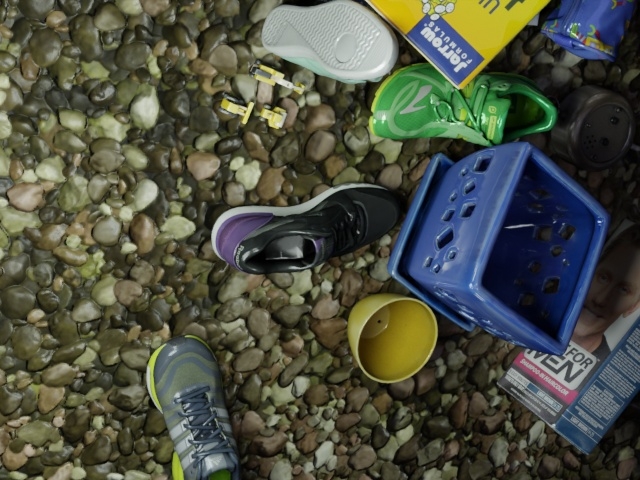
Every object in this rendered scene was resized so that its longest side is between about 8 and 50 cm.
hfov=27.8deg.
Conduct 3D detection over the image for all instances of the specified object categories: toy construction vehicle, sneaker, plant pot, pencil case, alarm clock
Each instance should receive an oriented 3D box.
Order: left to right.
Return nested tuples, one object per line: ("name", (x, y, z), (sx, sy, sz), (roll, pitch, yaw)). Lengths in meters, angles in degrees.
("sneaker", (-0.163, 0.269, 1.831), (0.111, 0.121, 0.300), (-22, 117, -18))
("toy construction vehicle", (-0.077, -0.192, 1.746), (0.098, 0.035, 0.086), (21, 99, -31))
("sneaker", (0.000, 0.000, 1.806), (0.283, 0.124, 0.107), (-14, 115, -22))
("sneaker", (0.053, -0.247, 1.667), (0.151, 0.256, 0.094), (15, 96, -38))
("plant pot", (0.093, 0.131, 1.920), (0.134, 0.095, 0.134), (-9, 112, -23))
("sneaker", (0.208, -0.191, 1.836), (0.295, 0.123, 0.109), (-6, 112, -24))
("plant pot", (0.243, 0.009, 1.849), (0.236, 0.212, 0.236), (35, 70, -37))
("alarm clock", (0.407, -0.176, 1.981), (0.192, 0.064, 0.129), (18, 100, -28))
("pencil case", (0.413, -0.412, 1.854), (0.133, 0.119, 0.306), (2, 109, -48))

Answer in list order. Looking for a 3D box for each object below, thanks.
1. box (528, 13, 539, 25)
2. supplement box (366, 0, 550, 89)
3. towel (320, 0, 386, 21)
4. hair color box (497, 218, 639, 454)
("box", (0.237, -0.376, 1.817), (0.186, 0.038, 0.145), (-5, 112, -31))
("supplement box", (0.220, -0.398, 1.617), (0.195, 0.194, 0.356), (41, 103, -18))
("towel", (0.006, -0.449, 1.694), (0.336, 0.040, 0.243), (26, 95, -34))
("hair color box", (0.456, 0.149, 2.062), (0.105, 0.174, 0.347), (39, 89, -31))
